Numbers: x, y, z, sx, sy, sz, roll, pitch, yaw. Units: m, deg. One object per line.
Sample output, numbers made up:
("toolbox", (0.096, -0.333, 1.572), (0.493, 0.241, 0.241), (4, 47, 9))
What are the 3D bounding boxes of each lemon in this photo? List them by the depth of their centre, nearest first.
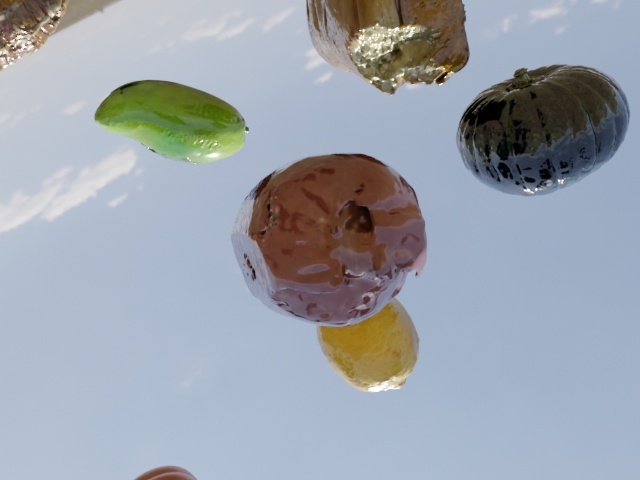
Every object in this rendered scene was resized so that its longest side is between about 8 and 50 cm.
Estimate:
("lemon", (0.055, 0.113, 0.854), (0.114, 0.155, 0.114), (-32, 180, 0))

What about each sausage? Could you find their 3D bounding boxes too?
("sausage", (0.000, 0.000, 0.634), (0.152, 0.152, 0.279), (-31, -175, -9))

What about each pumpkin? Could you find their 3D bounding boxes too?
("pumpkin", (0.256, -0.135, 0.827), (0.202, 0.140, 0.202), (-18, -163, 5))

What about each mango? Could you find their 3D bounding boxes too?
("mango", (-0.224, -0.178, 1.067), (0.232, 0.125, 0.111), (2, -129, -29))

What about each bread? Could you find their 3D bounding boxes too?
("bread", (-0.388, -0.223, 0.768), (0.233, 0.076, 0.105), (-14, 160, -17))
("bread", (0.068, -0.307, 0.937), (0.148, 0.195, 0.344), (-20, -158, -3))

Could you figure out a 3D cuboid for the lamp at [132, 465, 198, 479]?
("lamp", (-0.173, 0.365, 0.857), (0.164, 0.188, 0.187), (-41, -152, -18))
